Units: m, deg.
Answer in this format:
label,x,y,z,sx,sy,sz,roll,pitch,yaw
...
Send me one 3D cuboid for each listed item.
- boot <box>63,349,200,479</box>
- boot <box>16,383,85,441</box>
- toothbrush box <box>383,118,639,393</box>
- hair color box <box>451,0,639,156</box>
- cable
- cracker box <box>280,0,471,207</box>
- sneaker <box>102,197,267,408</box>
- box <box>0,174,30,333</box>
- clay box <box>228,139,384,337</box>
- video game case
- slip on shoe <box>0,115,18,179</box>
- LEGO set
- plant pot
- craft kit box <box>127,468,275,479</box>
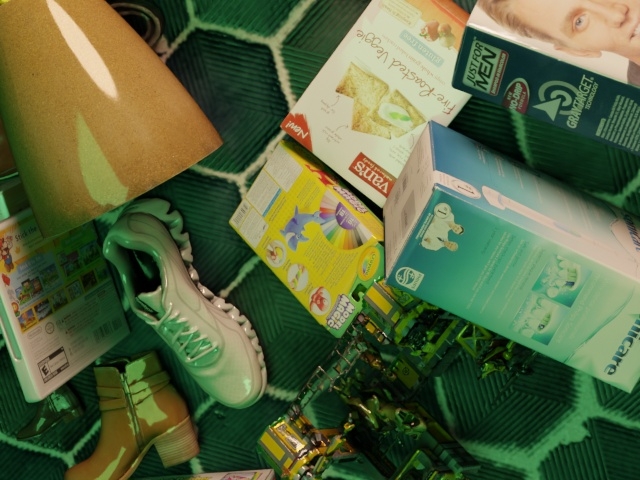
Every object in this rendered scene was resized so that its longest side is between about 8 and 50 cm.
label,x,y,z,sx,sy,sz,roll,pitch,yaw
boot,-0.265,0.232,1.921,0.197,0.073,0.152,-21,101,7
boot,-0.377,0.196,1.956,0.106,0.037,0.114,-27,101,7
toothbrush box,0.224,0.012,1.614,0.295,0.216,0.126,23,112,-8
hair color box,0.332,-0.192,1.569,0.347,0.174,0.105,21,147,9
cable,-0.336,-0.246,1.798,0.287,0.072,0.139,13,114,11
cracker box,0.084,-0.175,1.708,0.156,0.067,0.232,38,112,2
sneaker,-0.173,0.091,1.829,0.110,0.118,0.292,-31,97,19
box,-0.377,0.013,1.853,0.091,0.130,0.170,-14,103,18
clay box,0.000,0.000,1.737,0.222,0.053,0.127,47,115,29
video game case,-0.321,0.059,1.799,0.026,0.227,0.206,-12,102,25
slip on shoe,-0.488,-0.125,1.859,0.331,0.101,0.123,0,104,14
LEGO set,0.109,0.202,1.708,0.192,0.255,0.331,45,102,28
plant pot,-0.276,-0.167,1.710,0.237,0.237,0.254,-25,100,20
craft kit box,-0.160,0.429,1.958,0.246,0.061,0.250,-5,104,19
